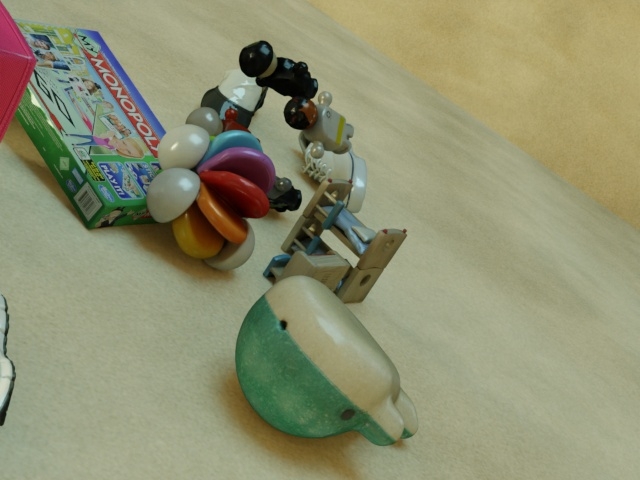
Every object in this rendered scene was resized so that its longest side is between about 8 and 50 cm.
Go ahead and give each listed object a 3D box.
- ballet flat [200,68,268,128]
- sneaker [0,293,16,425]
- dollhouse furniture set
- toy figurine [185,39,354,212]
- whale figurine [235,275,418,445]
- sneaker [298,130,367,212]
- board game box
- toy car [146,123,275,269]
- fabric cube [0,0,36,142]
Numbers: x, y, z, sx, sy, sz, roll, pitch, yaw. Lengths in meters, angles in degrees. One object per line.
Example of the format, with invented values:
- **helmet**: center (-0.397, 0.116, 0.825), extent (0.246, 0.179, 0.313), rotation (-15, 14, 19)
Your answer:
- **ballet flat**: center (-0.144, -0.260, 1.837), extent (0.095, 0.096, 0.280), rotation (31, 21, -6)
- **sneaker**: center (-0.304, 0.110, 0.848), extent (0.094, 0.081, 0.208), rotation (13, 21, -27)
- **dollhouse furniture set**: center (0.000, 0.000, 1.425), extent (0.129, 0.129, 0.184), rotation (44, 24, 26)
- **toy figurine**: center (-0.079, -0.168, 1.570), extent (0.148, 0.213, 0.209), rotation (27, 23, -49)
- **whale figurine**: center (0.008, 0.156, 1.142), extent (0.216, 0.141, 0.272), rotation (50, 3, 37)
- **sneaker**: center (0.015, -0.121, 1.796), extent (0.091, 0.094, 0.258), rotation (6, 24, -15)
- **board game box**: center (-0.298, -0.156, 1.367), extent (0.317, 0.046, 0.214), rotation (54, 28, 16)
- **toy car**: center (-0.120, -0.065, 1.311), extent (0.159, 0.136, 0.182), rotation (43, 39, -36)
- **fabric cube**: center (-0.458, -0.153, 0.949), extent (0.258, 0.254, 0.259), rotation (10, 31, -42)
